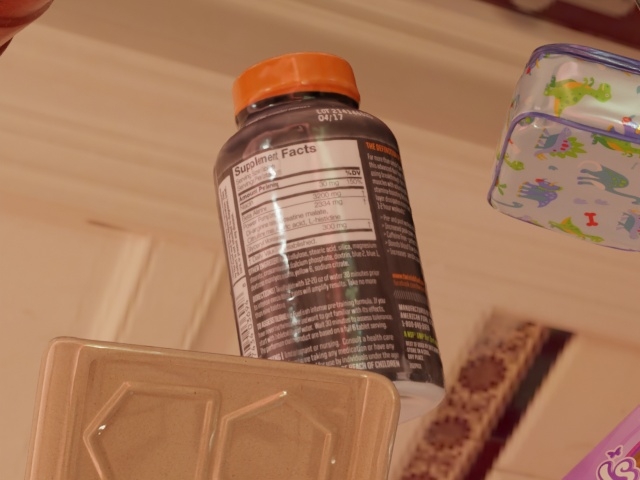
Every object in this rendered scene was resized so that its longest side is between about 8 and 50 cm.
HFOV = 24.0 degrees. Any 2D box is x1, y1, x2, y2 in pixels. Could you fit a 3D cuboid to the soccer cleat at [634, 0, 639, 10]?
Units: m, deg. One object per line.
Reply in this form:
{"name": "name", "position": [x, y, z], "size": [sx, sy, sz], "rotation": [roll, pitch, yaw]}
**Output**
{"name": "soccer cleat", "position": [0.178, -0.169, 0.727], "size": [0.072, 0.060, 0.179], "rotation": [176, 80, -69]}

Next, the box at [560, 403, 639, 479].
{"name": "box", "position": [0.210, 0.141, 0.679], "size": [0.293, 0.057, 0.201], "rotation": [-43, 37, -6]}

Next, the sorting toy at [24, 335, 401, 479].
{"name": "sorting toy", "position": [-0.070, 0.158, 0.885], "size": [0.038, 0.208, 0.193], "rotation": [-119, 38, -77]}

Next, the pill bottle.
{"name": "pill bottle", "position": [0.000, 0.000, 1.004], "size": [0.130, 0.130, 0.246], "rotation": [137, 128, -57]}

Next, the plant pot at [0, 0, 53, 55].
{"name": "plant pot", "position": [-0.209, -0.284, 1.019], "size": [0.265, 0.272, 0.272], "rotation": [-22, 50, 29]}

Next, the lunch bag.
{"name": "lunch bag", "position": [0.238, -0.073, 1.268], "size": [0.219, 0.176, 0.090], "rotation": [93, -166, -68]}
